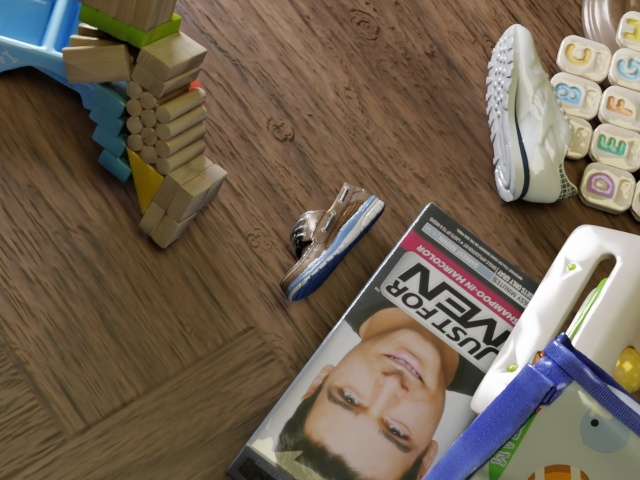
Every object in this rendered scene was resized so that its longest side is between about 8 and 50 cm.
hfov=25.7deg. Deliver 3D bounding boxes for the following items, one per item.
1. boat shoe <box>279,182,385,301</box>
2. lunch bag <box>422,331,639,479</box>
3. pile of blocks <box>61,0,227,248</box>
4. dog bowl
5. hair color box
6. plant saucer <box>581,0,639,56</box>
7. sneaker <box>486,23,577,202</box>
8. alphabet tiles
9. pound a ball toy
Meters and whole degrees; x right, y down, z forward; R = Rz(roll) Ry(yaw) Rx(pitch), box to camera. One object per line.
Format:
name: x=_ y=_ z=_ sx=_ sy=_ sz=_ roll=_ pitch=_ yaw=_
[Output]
boat shoe: x=0.000 y=0.000 z=1.638 sx=0.066 sy=0.066 sz=0.183 roll=38 pitch=51 yaw=8
lunch bag: x=0.229 y=0.298 z=1.327 sx=0.385 sy=0.239 sz=0.328 roll=37 pitch=96 yaw=-33
pile of blocks: x=-0.193 y=-0.180 z=1.582 sx=0.149 sy=0.362 sz=0.112 roll=4 pitch=21 yaw=25
dog bowl: x=-0.309 y=-0.256 z=1.653 sx=0.297 sy=0.074 sz=0.166 roll=16 pitch=62 yaw=-10
hair color box: x=0.083 y=0.158 z=1.556 sx=0.185 sy=0.113 sz=0.374 roll=37 pitch=62 yaw=2
plant saucer: x=0.494 y=-0.292 z=1.932 sx=0.278 sy=0.041 sz=0.277 roll=7 pitch=63 yaw=-14
sneaker: x=0.268 y=-0.160 z=1.774 sx=0.095 sy=0.090 sz=0.235 roll=0 pitch=78 yaw=-10
alphabet tiles: x=0.432 y=-0.159 z=1.828 sx=0.278 sy=0.021 sz=0.284 roll=18 pitch=72 yaw=-1
pound a ball toy: x=0.319 y=0.139 z=1.575 sx=0.136 sy=0.208 sz=0.319 roll=17 pitch=58 yaw=35
